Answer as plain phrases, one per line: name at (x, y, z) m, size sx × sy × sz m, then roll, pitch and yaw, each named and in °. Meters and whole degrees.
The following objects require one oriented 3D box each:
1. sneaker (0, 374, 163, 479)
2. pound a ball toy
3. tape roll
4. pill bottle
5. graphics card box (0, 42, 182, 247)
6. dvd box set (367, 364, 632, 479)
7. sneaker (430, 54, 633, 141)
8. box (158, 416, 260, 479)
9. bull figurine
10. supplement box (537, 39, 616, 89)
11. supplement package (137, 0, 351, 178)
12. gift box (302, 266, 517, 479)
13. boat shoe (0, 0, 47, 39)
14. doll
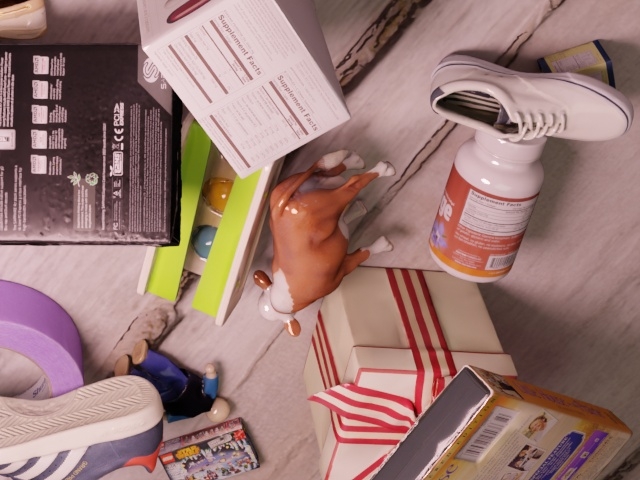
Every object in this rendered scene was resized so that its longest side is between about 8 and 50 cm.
sneaker at (-0.380, 0.290, 1.901) m, size 0.350 × 0.131 × 0.148 m, roll -7°, pitch 124°, yaw -7°
pound a ball toy at (-0.163, -0.076, 1.802) m, size 0.208 × 0.136 × 0.319 m, roll 21°, pitch 124°, yaw 4°
tape roll at (-0.463, 0.185, 1.944) m, size 0.274 × 0.090 × 0.275 m, roll -6°, pitch 129°, yaw -7°
pill bottle at (0.225, -0.061, 1.880) m, size 0.121 × 0.121 × 0.216 m, roll 4°, pitch 125°, yaw -15°
graphics card box at (-0.344, -0.108, 1.624) m, size 0.370 × 0.094 × 0.233 m, roll -1°, pitch 87°, yaw 3°
dvd box set at (0.225, 0.330, 1.927) m, size 0.420 × 0.062 × 0.308 m, roll 20°, pitch 111°, yaw -51°
sneaker at (0.259, -0.159, 1.774) m, size 0.258 × 0.091 × 0.094 m, roll 11°, pitch 136°, yaw 9°
box at (-0.170, 0.327, 2.154) m, size 0.137 × 0.027 × 0.094 m, roll -19°, pitch 128°, yaw 3°
bull figurine at (0.000, 0.000, 1.849) m, size 0.188 × 0.101 × 0.310 m, roll -35°, pitch 158°, yaw -19°
supplement box at (0.333, -0.201, 1.835) m, size 0.083 × 0.056 × 0.083 m, roll -17°, pitch 128°, yaw 2°
supplement package at (-0.093, -0.242, 1.581) m, size 0.145 × 0.262 × 0.204 m, roll -29°, pitch 127°, yaw 10°
gift box at (0.097, 0.209, 1.973) m, size 0.276 × 0.258 × 0.255 m, roll -1°, pitch 127°, yaw -13°
boat shoe at (-0.400, -0.266, 1.631) m, size 0.170 × 0.063 × 0.059 m, roll -5°, pitch 125°, yaw -19°
doll at (-0.201, 0.213, 2.048) m, size 0.129 × 0.046 × 0.189 m, roll -40°, pitch 124°, yaw 20°
